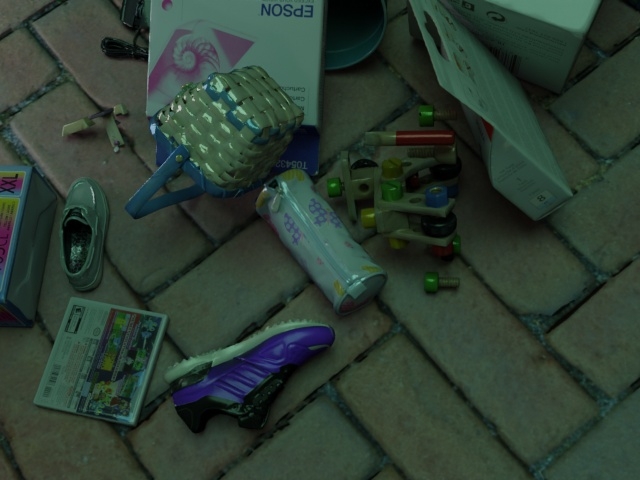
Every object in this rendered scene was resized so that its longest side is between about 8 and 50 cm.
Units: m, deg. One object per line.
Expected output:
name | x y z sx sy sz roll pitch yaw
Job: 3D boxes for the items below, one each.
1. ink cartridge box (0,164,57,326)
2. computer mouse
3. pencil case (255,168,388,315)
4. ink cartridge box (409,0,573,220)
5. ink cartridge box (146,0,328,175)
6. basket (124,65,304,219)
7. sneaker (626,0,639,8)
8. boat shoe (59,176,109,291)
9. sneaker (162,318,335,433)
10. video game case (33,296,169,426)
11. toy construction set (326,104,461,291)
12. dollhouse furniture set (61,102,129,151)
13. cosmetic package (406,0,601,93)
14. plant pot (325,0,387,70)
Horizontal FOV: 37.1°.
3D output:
ink cartridge box | -0.700 0.008 1.695 0.395 0.151 0.270 0 65 6
computer mouse | -0.326 -0.474 1.940 0.184 0.060 0.262 18 68 13
pencil case | 0.000 0.000 1.656 0.113 0.124 0.273 -33 68 -11
ink cartridge box | 0.248 -0.238 1.589 0.091 0.385 0.308 -36 45 26
ink cartridge box | -0.155 -0.290 1.738 0.324 0.071 0.330 4 95 10
basket | -0.183 -0.156 1.621 0.201 0.255 0.289 44 115 5
sneaker | 0.704 -0.504 1.866 0.296 0.112 0.131 35 51 20
boat shoe | -0.430 -0.024 1.723 0.079 0.081 0.228 -7 65 1
sneaker | -0.101 0.236 1.572 0.293 0.102 0.146 -21 69 0
video game case | -0.376 0.206 1.643 0.183 0.023 0.201 10 65 9
toy construction set | 0.115 -0.097 1.610 0.237 0.309 0.257 1 57 10
dollhouse furniture set | -0.430 -0.205 1.850 0.114 0.091 0.081 -14 105 22
cosmetic package | 0.374 -0.538 1.709 0.329 0.327 0.394 23 85 11
plant pot | 0.009 -0.515 1.836 0.271 0.272 0.255 6 52 7
